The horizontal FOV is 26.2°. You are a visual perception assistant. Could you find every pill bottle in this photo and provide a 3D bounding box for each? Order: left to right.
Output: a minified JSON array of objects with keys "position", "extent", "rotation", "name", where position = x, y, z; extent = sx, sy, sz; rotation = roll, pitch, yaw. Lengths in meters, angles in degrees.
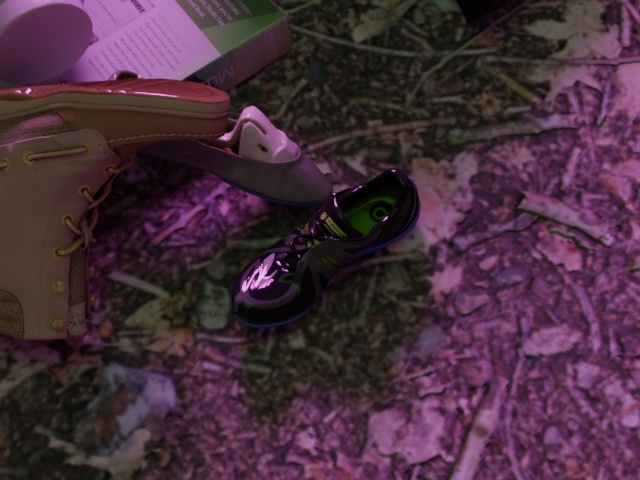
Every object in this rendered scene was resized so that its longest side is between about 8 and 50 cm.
[{"position":[-0.295,-0.258,1.196],"extent":[0.146,0.146,0.264],"rotation":[-30,63,-10],"name":"pill bottle"}]

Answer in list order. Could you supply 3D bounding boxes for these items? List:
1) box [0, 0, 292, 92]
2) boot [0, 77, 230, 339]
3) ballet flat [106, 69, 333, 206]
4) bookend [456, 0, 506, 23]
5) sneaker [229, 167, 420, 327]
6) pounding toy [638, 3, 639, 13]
[{"position":[-0.220,-0.180,1.262],"extent":[0.322,0.058,0.232],"rotation":[-34,64,-10],"name":"box"},{"position":[-0.188,-0.024,1.097],"extent":[0.262,0.095,0.203],"rotation":[-2,98,16],"name":"boot"},{"position":[-0.085,-0.088,1.157],"extent":[0.213,0.068,0.072],"rotation":[18,33,-4],"name":"ballet flat"},{"position":[0.175,-0.304,1.244],"extent":[0.156,0.072,0.157],"rotation":[-28,97,-17],"name":"bookend"},{"position":[0.000,0.000,1.130],"extent":[0.188,0.078,0.067],"rotation":[-35,64,-12],"name":"sneaker"},{"position":[0.359,-0.185,1.118],"extent":[0.181,0.206,0.094],"rotation":[25,67,18],"name":"pounding toy"}]
